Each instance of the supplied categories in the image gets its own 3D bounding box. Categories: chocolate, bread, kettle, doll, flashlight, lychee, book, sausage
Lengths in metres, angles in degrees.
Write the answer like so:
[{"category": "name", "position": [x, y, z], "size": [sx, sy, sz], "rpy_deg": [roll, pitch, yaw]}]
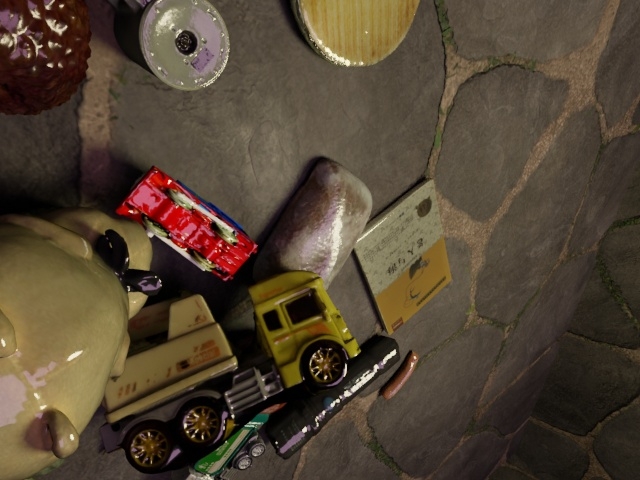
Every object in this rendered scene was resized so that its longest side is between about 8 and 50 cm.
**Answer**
[{"category": "chocolate", "position": [0.000, 0.000, 0.828], "size": [0.185, 0.100, 0.303], "rpy_deg": [30, 91, -42]}, {"category": "bread", "position": [0.060, -0.418, 0.666], "size": [0.267, 0.040, 0.267], "rpy_deg": [-19, 124, -30]}, {"category": "kettle", "position": [-0.195, -0.245, 0.486], "size": [0.126, 0.148, 0.098], "rpy_deg": [0, 116, -41]}, {"category": "doll", "position": [-0.300, 0.072, 0.443], "size": [0.247, 0.349, 0.247], "rpy_deg": [-5, 107, -17]}, {"category": "flashlight", "position": [0.046, 0.405, 1.094], "size": [0.424, 0.103, 0.103], "rpy_deg": [-33, 131, -20]}, {"category": "lychee", "position": [-0.315, -0.225, 0.389], "size": [0.188, 0.188, 0.188], "rpy_deg": [-19, 125, -30]}, {"category": "book", "position": [0.229, 0.057, 1.085], "size": [0.269, 0.032, 0.389], "rpy_deg": [-39, 132, -14]}, {"category": "sausage", "position": [0.259, 0.436, 1.325], "size": [0.047, 0.040, 0.177], "rpy_deg": [39, 86, 0]}]

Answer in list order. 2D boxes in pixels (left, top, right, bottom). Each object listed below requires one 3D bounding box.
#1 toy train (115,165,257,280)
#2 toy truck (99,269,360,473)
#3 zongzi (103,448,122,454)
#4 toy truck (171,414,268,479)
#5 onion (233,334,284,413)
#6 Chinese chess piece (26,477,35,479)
[{"category": "toy train", "position": [-0.200, -0.026, 0.633], "size": [0.083, 0.131, 0.204], "rpy_deg": [-47, 124, 1]}, {"category": "toy truck", "position": [-0.155, 0.186, 0.680], "size": [0.405, 0.180, 0.254], "rpy_deg": [-22, 88, -10]}, {"category": "zongzi", "position": [-0.364, 0.384, 0.795], "size": [0.076, 0.040, 0.083], "rpy_deg": [17, 115, -50]}, {"category": "toy truck", "position": [-0.217, 0.456, 0.906], "size": [0.253, 0.114, 0.124], "rpy_deg": [-49, 121, -5]}, {"category": "onion", "position": [-0.142, 0.263, 0.832], "size": [0.194, 0.159, 0.159], "rpy_deg": [16, 105, -22]}, {"category": "Chinese chess piece", "position": [-0.542, 0.451, 0.674], "size": [0.144, 0.058, 0.144], "rpy_deg": [-20, 124, -31]}]
